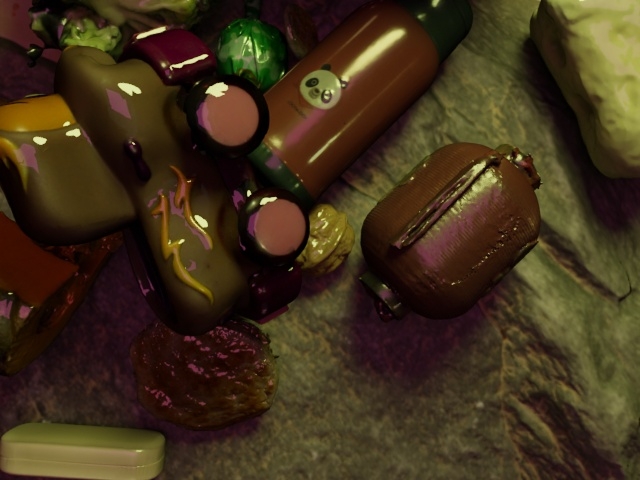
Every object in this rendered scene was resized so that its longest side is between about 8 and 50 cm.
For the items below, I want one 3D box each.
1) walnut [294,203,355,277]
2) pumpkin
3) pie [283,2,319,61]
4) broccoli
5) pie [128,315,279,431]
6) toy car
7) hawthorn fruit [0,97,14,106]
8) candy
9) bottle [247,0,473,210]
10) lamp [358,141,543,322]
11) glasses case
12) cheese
[{"bbox_3d":[0.000,0.000,0.805,0.096,0.082,0.079,-46,118,-3],"label":"walnut"},{"bbox_3d":[-0.334,0.012,0.738,0.139,0.190,0.281,33,87,1],"label":"pumpkin"},{"bbox_3d":[-0.027,-0.268,0.816,0.021,0.084,0.084,-13,88,27],"label":"pie"},{"bbox_3d":[-0.247,-0.327,0.678,0.347,0.280,0.294,16,108,40],"label":"broccoli"},{"bbox_3d":[-0.148,0.163,0.796,0.193,0.079,0.163,21,97,-1],"label":"pie"},{"bbox_3d":[-0.182,-0.038,0.663,0.240,0.271,0.341,-29,104,-24],"label":"toy car"},{"bbox_3d":[-0.426,-0.151,0.808,0.103,0.067,0.067,10,88,11],"label":"hawthorn fruit"},{"bbox_3d":[-0.087,-0.340,0.822,0.097,0.097,0.324,1,79,-1],"label":"candy"},{"bbox_3d":[0.046,-0.192,0.778,0.336,0.144,0.144,-43,90,-3],"label":"bottle"},{"bbox_3d":[0.151,-0.011,0.756,0.258,0.180,0.180,-43,90,-5],"label":"lamp"},{"bbox_3d":[-0.293,0.262,0.783,0.196,0.083,0.050,4,87,0],"label":"glasses case"},{"bbox_3d":[0.417,-0.215,0.774,0.247,0.173,0.251,-17,88,7],"label":"cheese"}]
